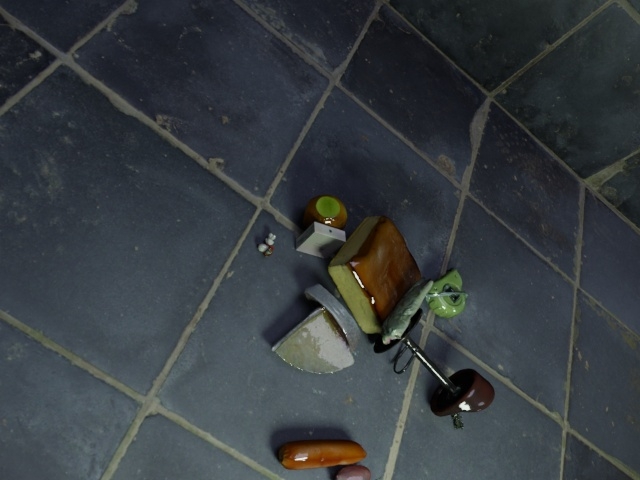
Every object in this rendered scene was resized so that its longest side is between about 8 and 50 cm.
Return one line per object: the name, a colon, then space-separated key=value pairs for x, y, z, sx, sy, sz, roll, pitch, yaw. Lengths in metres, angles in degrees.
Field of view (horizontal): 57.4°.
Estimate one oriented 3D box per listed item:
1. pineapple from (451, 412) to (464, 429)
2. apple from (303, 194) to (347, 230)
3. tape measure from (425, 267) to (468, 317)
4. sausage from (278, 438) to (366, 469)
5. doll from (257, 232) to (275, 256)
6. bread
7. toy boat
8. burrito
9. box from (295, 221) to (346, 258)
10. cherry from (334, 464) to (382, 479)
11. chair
pineapple: x=0.491 y=0.635 z=2.145 sx=0.058 sy=0.058 sz=0.124 roll=1 pitch=72 yaw=-36
apple: x=0.015 y=-0.091 z=2.125 sx=0.163 sy=0.146 sz=0.147 roll=2 pitch=62 yaw=-9
tape measure: x=0.504 y=0.219 z=2.336 sx=0.200 sy=0.106 sz=0.175 roll=-23 pitch=77 yaw=-39
sausage: x=0.009 y=0.641 z=1.764 sx=0.300 sy=0.089 sz=0.083 roll=9 pitch=55 yaw=-32
doll: x=-0.178 y=0.018 z=1.999 sx=0.058 sy=0.040 sz=0.085 roll=43 pitch=48 yaw=4
bread: x=0.203 y=0.120 z=2.102 sx=0.323 sy=0.143 sz=0.333 roll=59 pitch=46 yaw=-22
toy boat: x=0.003 y=0.320 z=1.935 sx=0.276 sy=0.111 sz=0.293 roll=39 pitch=62 yaw=-13
burrito: x=0.297 y=0.236 z=2.016 sx=0.066 sy=0.096 sz=0.309 roll=49 pitch=53 yaw=-9
box: x=0.000 y=0.000 z=2.071 sx=0.129 sy=0.130 sz=0.051 roll=17 pitch=52 yaw=-28
cherry: x=0.105 y=0.736 z=1.785 sx=0.126 sy=0.087 sz=0.106 roll=29 pitch=57 yaw=3
chair: x=0.400 y=0.452 z=2.055 sx=0.401 sy=0.226 sz=0.226 roll=46 pitch=48 yaw=-6
